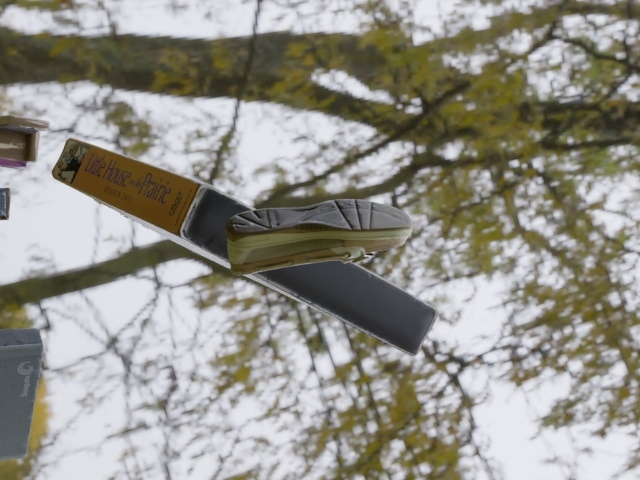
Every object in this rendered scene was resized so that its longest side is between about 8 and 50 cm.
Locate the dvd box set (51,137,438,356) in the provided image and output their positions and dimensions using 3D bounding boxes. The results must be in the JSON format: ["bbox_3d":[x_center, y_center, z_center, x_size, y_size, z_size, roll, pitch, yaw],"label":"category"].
[{"bbox_3d":[-0.102,-0.003,1.352,0.420,0.307,0.062,21,-97,59],"label":"dvd box set"}]

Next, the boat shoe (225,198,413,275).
[{"bbox_3d":[0.000,0.001,1.001,0.056,0.153,0.048,-102,-173,-60],"label":"boat shoe"}]

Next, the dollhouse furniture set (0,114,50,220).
[{"bbox_3d":[-0.445,-0.007,1.378,0.198,0.286,0.303,0,-95,51],"label":"dollhouse furniture set"}]

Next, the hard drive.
[{"bbox_3d":[-0.228,0.091,0.681,0.022,0.135,0.094,60,-37,44],"label":"hard drive"}]
